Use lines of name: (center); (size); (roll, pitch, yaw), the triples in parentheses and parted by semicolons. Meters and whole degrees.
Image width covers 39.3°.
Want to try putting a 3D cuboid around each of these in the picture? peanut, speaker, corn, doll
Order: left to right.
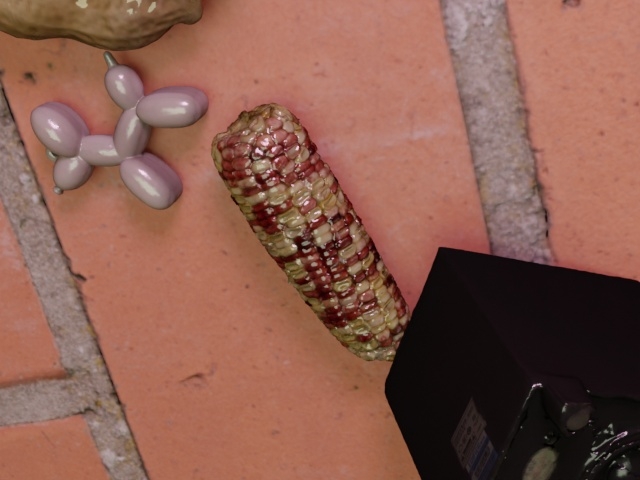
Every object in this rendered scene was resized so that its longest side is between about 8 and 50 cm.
peanut: (-0.217, -0.226, 0.816); (0.227, 0.086, 0.104); (11, 139, 2)
doll: (-0.204, -0.101, 0.882); (0.160, 0.059, 0.161); (23, 114, 0)
corn: (0.000, 0.000, 0.874); (0.098, 0.098, 0.290); (-28, 109, 18)
speaker: (0.213, 0.151, 0.784); (0.232, 0.254, 0.184); (10, 114, -17)
